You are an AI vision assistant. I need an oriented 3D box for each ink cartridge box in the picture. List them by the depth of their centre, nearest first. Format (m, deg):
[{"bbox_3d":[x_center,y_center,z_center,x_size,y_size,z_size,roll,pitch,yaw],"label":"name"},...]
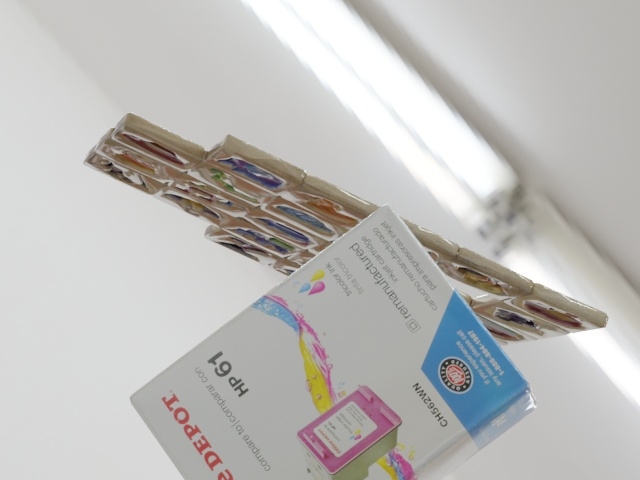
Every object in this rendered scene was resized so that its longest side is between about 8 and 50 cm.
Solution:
[{"bbox_3d":[0.005,0.060,0.696,0.088,0.122,0.052,52,0,15],"label":"ink cartridge box"}]

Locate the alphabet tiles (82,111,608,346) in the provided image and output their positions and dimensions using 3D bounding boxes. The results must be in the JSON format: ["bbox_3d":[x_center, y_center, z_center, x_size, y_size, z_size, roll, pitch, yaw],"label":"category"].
[{"bbox_3d":[0.000,0.000,0.929,0.237,0.009,0.198,26,-13,-12],"label":"alphabet tiles"}]
